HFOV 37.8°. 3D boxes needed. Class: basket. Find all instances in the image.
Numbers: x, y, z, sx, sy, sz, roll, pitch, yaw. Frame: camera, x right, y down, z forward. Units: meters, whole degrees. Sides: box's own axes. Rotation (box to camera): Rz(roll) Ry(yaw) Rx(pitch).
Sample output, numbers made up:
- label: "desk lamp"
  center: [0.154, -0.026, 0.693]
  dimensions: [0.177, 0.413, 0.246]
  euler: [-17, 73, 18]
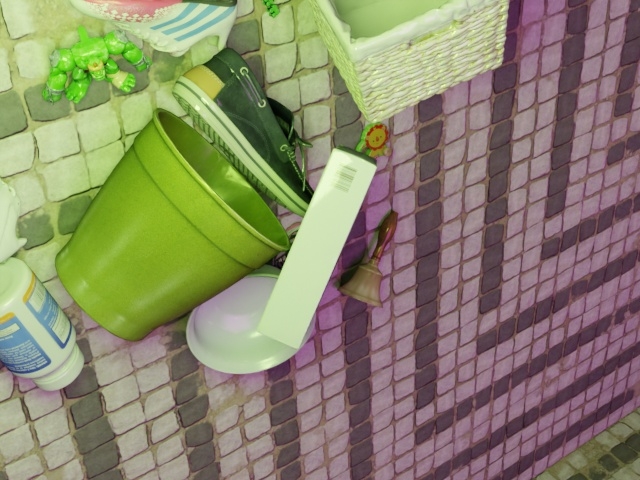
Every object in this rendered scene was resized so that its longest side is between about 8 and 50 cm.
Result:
- label: "basket"
  center: [0.158, -0.457, 1.799]
  dimensions: [0.328, 0.331, 0.266]
  euler: [-25, 150, -1]

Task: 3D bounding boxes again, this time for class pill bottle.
- label: "pill bottle"
  center: [-0.572, 0.172, 1.820]
  dimensions: [0.152, 0.152, 0.272]
  euler: [-37, 136, -15]

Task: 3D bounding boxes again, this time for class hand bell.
- label: "hand bell"
  center: [0.144, 0.038, 2.385]
  dimensions: [0.126, 0.126, 0.242]
  euler: [20, 92, -46]

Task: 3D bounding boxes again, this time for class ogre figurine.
- label: "ogre figurine"
  center: [-0.406, -0.313, 1.665]
  dimensions: [0.197, 0.096, 0.118]
  euler: [-4, 154, -2]

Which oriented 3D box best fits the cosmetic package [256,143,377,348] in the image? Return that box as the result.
- label: "cosmetic package"
  center: [0.000, 0.000, 1.861]
  dimensions: [0.097, 0.284, 0.377]
  euler: [23, 99, -2]

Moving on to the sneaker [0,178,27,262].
- label: "sneaker"
  center: [-0.610, -0.081, 1.673]
  dimensions: [0.129, 0.111, 0.297]
  euler: [-36, 141, -38]

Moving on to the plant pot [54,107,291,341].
- label: "plant pot"
  center: [-0.310, -0.003, 1.815]
  dimensions: [0.353, 0.366, 0.366]
  euler: [-42, 138, 8]

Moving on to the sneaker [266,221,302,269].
- label: "sneaker"
  center: [-0.083, 0.035, 2.191]
  dimensions: [0.178, 0.077, 0.072]
  euler: [-47, 136, -4]

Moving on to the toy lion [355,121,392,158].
- label: "toy lion"
  center: [0.123, -0.229, 2.223]
  dimensions: [0.100, 0.034, 0.096]
  euler: [-37, 128, -14]

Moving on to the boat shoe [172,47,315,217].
- label: "boat shoe"
  center: [-0.113, -0.204, 1.920]
  dimensions: [0.156, 0.187, 0.500]
  euler: [-49, 140, -7]

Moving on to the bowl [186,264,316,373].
- label: "bowl"
  center: [-0.169, 0.154, 2.130]
  dimensions: [0.298, 0.134, 0.298]
  euler: [-10, 129, -12]

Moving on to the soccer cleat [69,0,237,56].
- label: "soccer cleat"
  center: [-0.298, -0.397, 1.693]
  dimensions: [0.331, 0.116, 0.143]
  euler: [-7, 128, -35]

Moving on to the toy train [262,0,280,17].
- label: "toy train"
  center: [-0.105, -0.481, 1.869]
  dimensions: [0.023, 0.017, 0.083]
  euler: [-49, 138, -17]
